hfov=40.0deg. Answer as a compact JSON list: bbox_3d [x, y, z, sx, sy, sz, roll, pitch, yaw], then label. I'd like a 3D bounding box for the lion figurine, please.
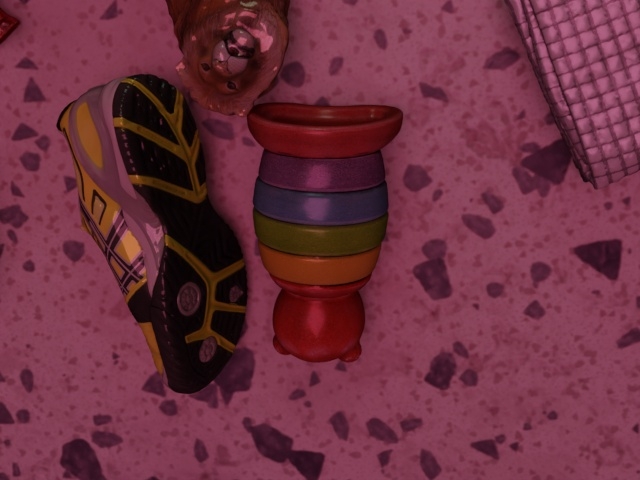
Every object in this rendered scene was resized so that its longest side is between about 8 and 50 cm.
[{"bbox_3d":[-0.170,-0.331,0.960,0.392,0.142,0.240,40,112,12],"label":"lion figurine"}]

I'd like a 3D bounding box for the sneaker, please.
[{"bbox_3d":[-0.197,-0.003,1.045,0.147,0.145,0.385,1,108,37],"label":"sneaker"}]

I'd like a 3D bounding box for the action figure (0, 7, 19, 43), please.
[{"bbox_3d":[-0.498,-0.314,1.001,0.139,0.091,0.280,-41,97,4],"label":"action figure"}]

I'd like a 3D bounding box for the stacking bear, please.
[{"bbox_3d":[0.000,0.000,1.002,0.175,0.164,0.289,2,108,5],"label":"stacking bear"}]

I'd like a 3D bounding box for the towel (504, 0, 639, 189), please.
[{"bbox_3d":[0.335,-0.228,0.933,0.235,0.121,0.284,-23,101,12],"label":"towel"}]
